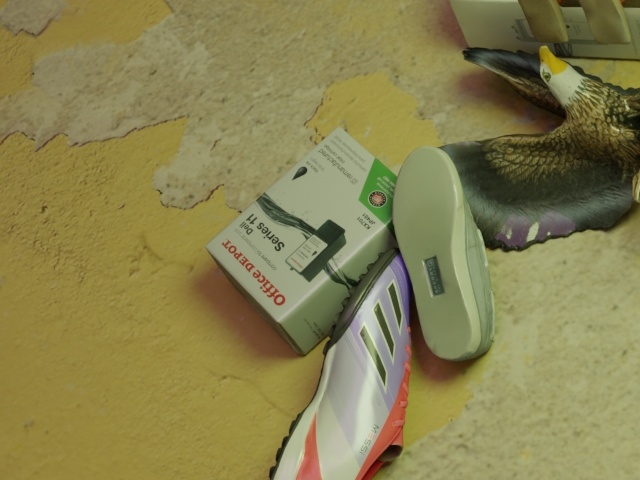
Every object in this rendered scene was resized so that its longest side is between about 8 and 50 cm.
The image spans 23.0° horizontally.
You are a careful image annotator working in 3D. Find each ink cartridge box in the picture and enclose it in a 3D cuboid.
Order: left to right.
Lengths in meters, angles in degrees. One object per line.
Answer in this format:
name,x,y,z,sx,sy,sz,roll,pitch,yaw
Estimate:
ink cartridge box,0.000,0.000,1.739,0.208,0.087,0.153,-43,54,-6
ink cartridge box,0.309,-0.322,1.791,0.283,0.117,0.207,6,63,24

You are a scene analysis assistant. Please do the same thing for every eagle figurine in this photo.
eagle figurine,0.272,-0.121,1.673,0.226,0.225,0.298,-19,6,-39

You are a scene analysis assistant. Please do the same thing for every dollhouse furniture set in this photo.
dollhouse furniture set,0.338,-0.335,1.575,0.259,0.135,0.262,9,54,44

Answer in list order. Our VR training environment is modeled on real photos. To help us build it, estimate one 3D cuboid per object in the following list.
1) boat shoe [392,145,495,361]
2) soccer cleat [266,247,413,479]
boat shoe,0.134,0.015,1.652,0.079,0.081,0.228,-15,79,30
soccer cleat,0.049,0.160,1.626,0.116,0.109,0.318,19,69,13
